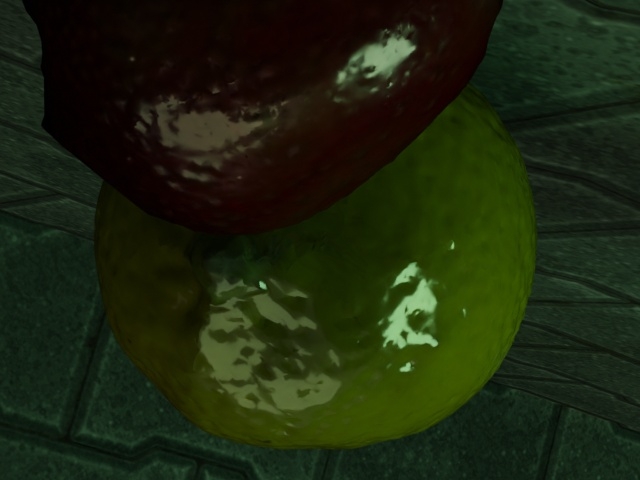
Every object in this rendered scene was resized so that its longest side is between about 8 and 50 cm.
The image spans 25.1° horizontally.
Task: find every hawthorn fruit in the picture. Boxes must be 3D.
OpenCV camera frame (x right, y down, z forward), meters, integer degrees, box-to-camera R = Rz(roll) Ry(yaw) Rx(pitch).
[{"bbox_3d":[-0.011,-0.128,0.601,0.266,0.230,0.210,-18,163,31],"label":"hawthorn fruit"}]

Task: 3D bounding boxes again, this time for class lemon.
[{"bbox_3d":[0.001,0.000,1.021,0.336,0.336,0.336,15,170,3],"label":"lemon"}]
